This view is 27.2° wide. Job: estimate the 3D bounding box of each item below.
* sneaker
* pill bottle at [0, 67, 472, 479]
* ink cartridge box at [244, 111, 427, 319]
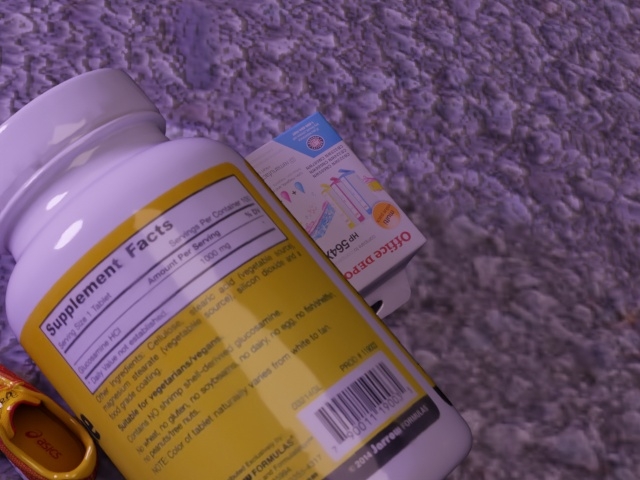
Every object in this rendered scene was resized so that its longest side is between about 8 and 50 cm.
[{"bbox_3d":[-0.213,0.098,0.847,0.175,0.067,0.064,31,60,0],"label":"sneaker"},{"bbox_3d":[-0.076,0.059,0.843,0.188,0.188,0.334,-35,79,-30],"label":"pill bottle"},{"bbox_3d":[0.000,0.000,0.955,0.092,0.090,0.143,-35,79,-30],"label":"ink cartridge box"}]
